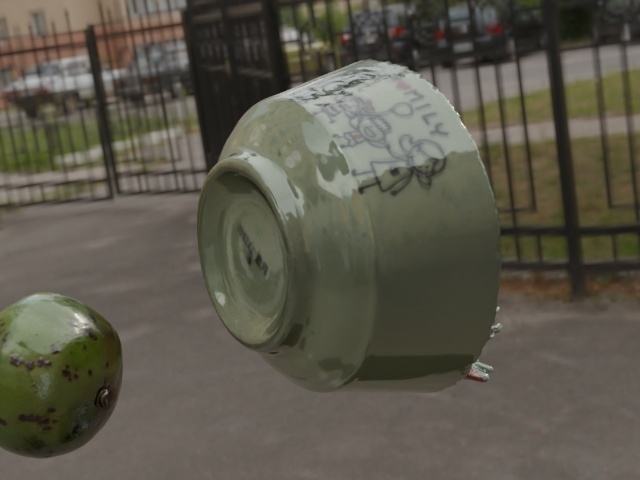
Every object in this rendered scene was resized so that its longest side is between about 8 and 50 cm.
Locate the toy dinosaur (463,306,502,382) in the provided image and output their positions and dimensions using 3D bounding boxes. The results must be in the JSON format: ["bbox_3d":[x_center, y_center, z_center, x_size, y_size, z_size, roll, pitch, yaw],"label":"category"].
[{"bbox_3d":[0.144,0.109,1.617,0.242,0.053,0.167,7,52,30],"label":"toy dinosaur"}]

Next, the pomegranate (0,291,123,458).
[{"bbox_3d":[-0.205,0.086,0.816,0.142,0.115,0.114,22,21,18],"label":"pomegranate"}]

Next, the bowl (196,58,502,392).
[{"bbox_3d":[0.000,0.000,0.706,0.112,0.211,0.211,-10,10,-33],"label":"bowl"}]
